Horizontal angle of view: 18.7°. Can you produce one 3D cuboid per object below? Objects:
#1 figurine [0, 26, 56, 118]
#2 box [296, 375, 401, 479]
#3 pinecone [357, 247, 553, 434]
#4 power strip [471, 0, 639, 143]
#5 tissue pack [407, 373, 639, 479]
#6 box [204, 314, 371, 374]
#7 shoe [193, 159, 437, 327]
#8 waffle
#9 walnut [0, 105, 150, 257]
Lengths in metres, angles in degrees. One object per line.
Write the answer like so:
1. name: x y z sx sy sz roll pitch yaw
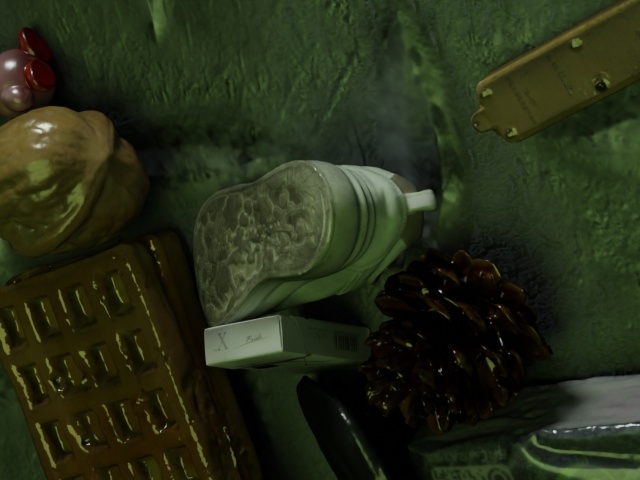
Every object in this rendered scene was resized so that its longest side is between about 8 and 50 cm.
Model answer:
1. figurine: -0.284 -0.147 1.842 0.071 0.083 0.067 -37 122 22
2. box: 0.047 0.224 1.786 0.042 0.201 0.212 -32 100 -8
3. pinecone: 0.108 0.092 1.692 0.174 0.173 0.173 11 117 23
4. power strip: 0.248 -0.161 1.578 0.305 0.044 0.064 -28 98 36
5. tissue pack: 0.270 0.319 1.743 0.288 0.124 0.394 -11 108 33
6. box: -0.028 0.096 1.776 0.084 0.154 0.040 -9 80 32
7. shoe: 0.000 0.000 1.745 0.316 0.159 0.124 155 108 -64
8. waffle: -0.184 0.167 1.896 0.224 0.098 0.327 -17 94 35
9. walnut: -0.246 -0.053 1.822 0.167 0.149 0.166 10 154 5
